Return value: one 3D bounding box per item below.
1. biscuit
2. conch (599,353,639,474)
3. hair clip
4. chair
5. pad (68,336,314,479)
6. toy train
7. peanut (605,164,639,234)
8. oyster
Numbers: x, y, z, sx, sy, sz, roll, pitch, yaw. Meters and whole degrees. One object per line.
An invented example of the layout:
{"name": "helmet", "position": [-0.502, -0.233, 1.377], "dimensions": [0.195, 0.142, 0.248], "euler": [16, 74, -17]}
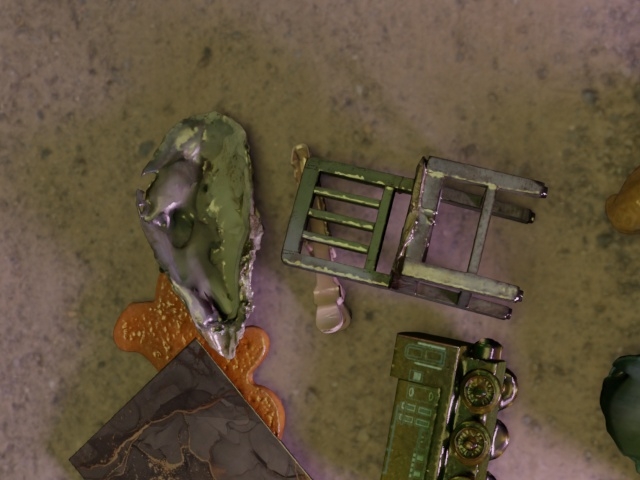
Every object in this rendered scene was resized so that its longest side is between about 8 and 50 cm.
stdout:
{"name": "biscuit", "position": [-0.132, 0.150, 1.850], "dimensions": [0.165, 0.036, 0.250], "euler": [-44, 75, 12]}
{"name": "conch", "position": [0.402, 0.220, 1.653], "dimensions": [0.196, 0.134, 0.202], "euler": [6, 96, 46]}
{"name": "hair clip", "position": [0.000, 0.000, 1.810], "dimensions": [0.034, 0.072, 0.226], "euler": [-13, 77, 11]}
{"name": "chair", "position": [0.097, -0.016, 1.697], "dimensions": [0.270, 0.147, 0.136], "euler": [15, 80, 5]}
{"name": "pad", "position": [-0.110, 0.327, 1.829], "dimensions": [0.247, 0.007, 0.367], "euler": [-43, 81, 22]}
{"name": "toy train", "position": [0.138, 0.214, 1.749], "dimensions": [0.137, 0.090, 0.226], "euler": [11, 93, 23]}
{"name": "peanut", "position": [0.389, -0.061, 1.684], "dimensions": [0.174, 0.080, 0.080], "euler": [-30, 82, 17]}
{"name": "oyster", "position": [-0.122, -0.020, 1.809], "dimensions": [0.199, 0.087, 0.252], "euler": [-42, 75, -6]}
